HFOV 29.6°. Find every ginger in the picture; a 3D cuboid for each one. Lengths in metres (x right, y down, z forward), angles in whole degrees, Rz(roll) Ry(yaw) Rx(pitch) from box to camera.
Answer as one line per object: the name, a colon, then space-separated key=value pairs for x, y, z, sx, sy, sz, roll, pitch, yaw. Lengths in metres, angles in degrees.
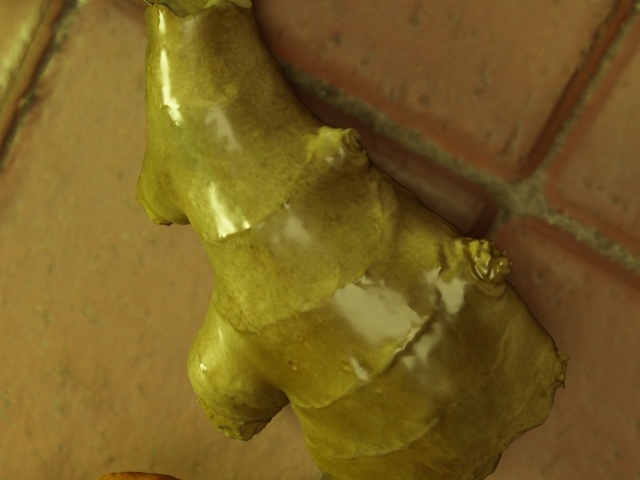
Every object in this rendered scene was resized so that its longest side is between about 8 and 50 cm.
ginger: x=-0.010 y=0.013 z=0.814 sx=0.375 sy=0.166 sz=0.236 roll=54 pitch=141 yaw=19

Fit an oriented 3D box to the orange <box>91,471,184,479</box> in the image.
orange: x=-0.120 y=0.274 z=0.828 sx=0.240 sy=0.171 sz=0.240 roll=-1 pitch=99 yaw=-6
